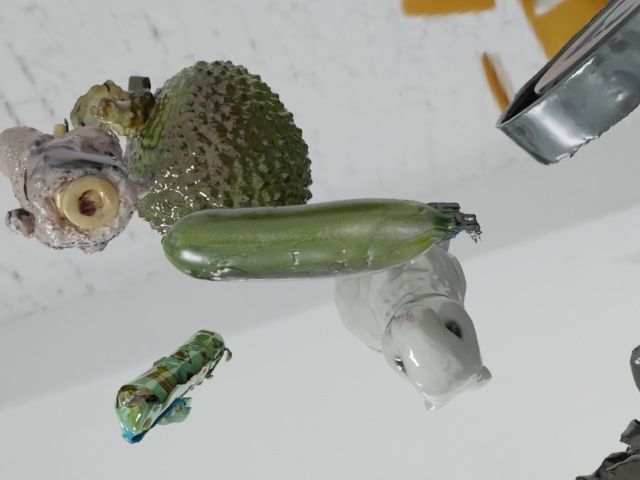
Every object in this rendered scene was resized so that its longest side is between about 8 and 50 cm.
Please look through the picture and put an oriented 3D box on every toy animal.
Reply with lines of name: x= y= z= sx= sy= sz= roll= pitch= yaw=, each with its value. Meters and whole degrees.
toy animal: x=0.130 y=0.110 z=1.688 sx=0.357 sy=0.193 sz=0.258 roll=-109 pitch=7 yaw=-59

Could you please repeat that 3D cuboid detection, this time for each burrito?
burrito: x=-0.171 y=0.172 z=1.400 sx=0.104 sy=0.054 sz=0.288 roll=-65 pitch=-8 yaw=17

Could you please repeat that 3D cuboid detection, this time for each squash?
squash: x=0.000 y=-0.001 z=1.249 sx=0.087 sy=0.331 sz=0.087 roll=-5 pitch=-90 yaw=-79

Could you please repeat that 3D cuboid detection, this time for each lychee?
lychee: x=-0.159 y=-0.120 z=1.705 sx=0.320 sy=0.270 sz=0.270 roll=59 pitch=-176 yaw=-20

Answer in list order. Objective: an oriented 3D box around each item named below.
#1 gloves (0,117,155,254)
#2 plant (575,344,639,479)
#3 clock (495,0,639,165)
gloves: x=-0.183 y=-0.037 z=0.903 sx=0.144 sy=0.110 sz=0.094 roll=-95 pitch=5 yaw=-78
plant: x=0.343 y=0.221 z=1.084 sx=0.199 sy=0.188 sz=0.276 roll=51 pitch=178 yaw=43
clock: x=0.288 y=-0.189 z=1.105 sx=0.061 sy=0.312 sz=0.312 roll=46 pitch=180 yaw=-3
